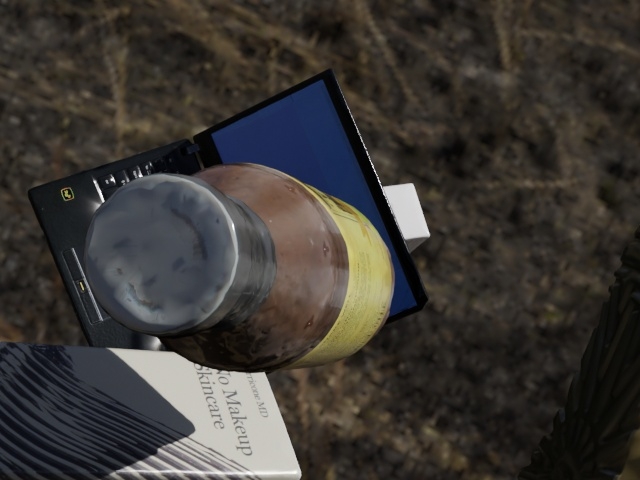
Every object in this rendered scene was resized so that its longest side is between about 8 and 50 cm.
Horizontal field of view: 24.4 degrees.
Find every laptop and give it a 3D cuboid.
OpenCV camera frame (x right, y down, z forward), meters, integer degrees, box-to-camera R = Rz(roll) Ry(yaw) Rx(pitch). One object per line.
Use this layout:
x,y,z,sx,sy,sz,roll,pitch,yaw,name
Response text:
-0.081,0.008,1.304,0.264,0.234,0.136,-21,-4,-30,laptop

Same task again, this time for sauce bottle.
-0.033,0.016,0.788,0.111,0.111,0.344,27,1,10,sauce bottle

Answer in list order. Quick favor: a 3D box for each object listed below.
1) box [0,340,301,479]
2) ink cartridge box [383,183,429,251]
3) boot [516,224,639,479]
-0.160,0.136,0.968,0.275,0.094,0.113,5,44,-33,box
0.000,0.000,1.575,0.198,0.115,0.067,-8,72,-25,ink cartridge box
0.223,0.123,0.597,0.270,0.236,0.089,16,23,-12,boot
